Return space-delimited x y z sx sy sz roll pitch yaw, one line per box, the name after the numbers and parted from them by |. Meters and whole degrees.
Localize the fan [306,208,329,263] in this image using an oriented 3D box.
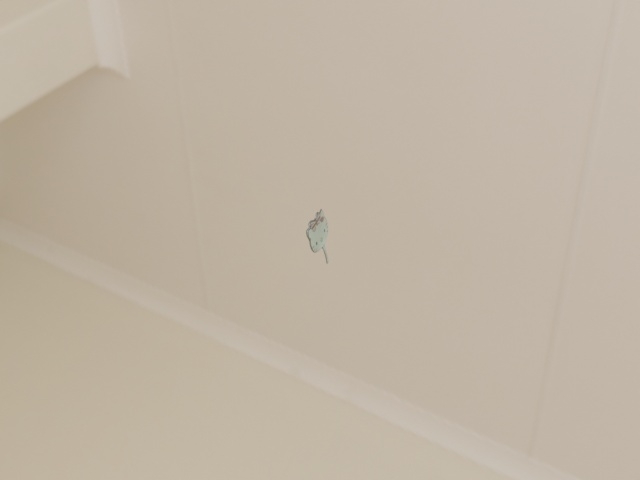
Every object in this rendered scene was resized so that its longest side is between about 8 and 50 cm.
0.000 0.000 1.282 0.004 0.056 0.083 6 -48 27 | fan
